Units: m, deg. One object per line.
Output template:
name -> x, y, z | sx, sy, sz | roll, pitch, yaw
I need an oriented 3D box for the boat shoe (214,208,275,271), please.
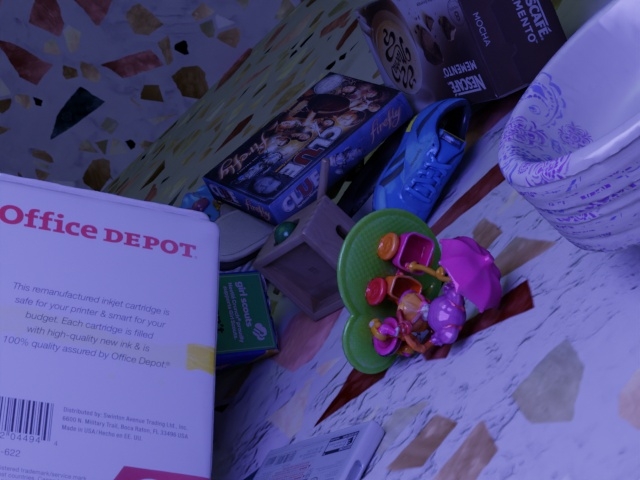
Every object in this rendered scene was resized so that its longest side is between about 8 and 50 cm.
boat shoe -> -0.085, -0.004, 1.776 | 0.233, 0.084, 0.079 | -44, -33, -59

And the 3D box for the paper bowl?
paper bowl -> 0.294, -0.106, 1.080 | 0.284, 0.148, 0.284 | -44, 15, 15

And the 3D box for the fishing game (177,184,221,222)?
fishing game -> -0.183, -0.060, 2.298 | 0.264, 0.041, 0.189 | -30, 35, 0

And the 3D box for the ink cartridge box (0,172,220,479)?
ink cartridge box -> -0.263, 0.151, 1.413 | 0.160, 0.279, 0.384 | 132, 145, -55

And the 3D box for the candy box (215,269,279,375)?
candy box -> -0.258, 0.132, 1.712 | 0.317, 0.122, 0.268 | -5, -13, -34

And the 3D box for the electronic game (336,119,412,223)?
electronic game -> 0.079, -0.068, 1.756 | 0.229, 0.048, 0.229 | -52, 9, 12

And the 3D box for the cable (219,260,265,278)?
cable -> -0.170, 0.061, 2.034 | 0.257, 0.089, 0.257 | -42, 16, 19

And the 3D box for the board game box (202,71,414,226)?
board game box -> -0.017, -0.124, 1.767 | 0.243, 0.042, 0.165 | -42, 35, -19

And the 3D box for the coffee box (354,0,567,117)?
coffee box -> 0.175, -0.261, 1.705 | 0.119, 0.168, 0.297 | -26, 9, -18

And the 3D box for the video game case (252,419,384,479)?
video game case -> -0.033, 0.261, 1.294 | 0.190, 0.022, 0.173 | -26, 25, 51

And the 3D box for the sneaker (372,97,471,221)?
sneaker -> 0.125, -0.086, 1.603 | 0.082, 0.069, 0.209 | -25, 36, 57

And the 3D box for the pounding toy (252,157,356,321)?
pounding toy -> 0.000, 0.000, 1.625 | 0.130, 0.141, 0.100 | -31, 22, 46

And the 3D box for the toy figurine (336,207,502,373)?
toy figurine -> 0.105, 0.054, 1.305 | 0.159, 0.130, 0.173 | 4, 74, 59

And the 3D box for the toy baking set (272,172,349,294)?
toy baking set -> -0.005, -0.027, 1.828 | 0.256, 0.030, 0.196 | 119, 174, -60

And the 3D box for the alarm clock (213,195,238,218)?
alarm clock -> -0.099, -0.045, 1.886 | 0.064, 0.192, 0.129 | 10, 77, 32

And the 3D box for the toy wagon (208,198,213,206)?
toy wagon -> -0.283, 0.040, 2.441 | 0.267, 0.068, 0.344 | -49, 15, -9

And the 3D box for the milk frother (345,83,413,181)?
milk frother -> 0.083, -0.159, 1.922 | 0.135, 0.129, 0.143 | 180, 88, -70
